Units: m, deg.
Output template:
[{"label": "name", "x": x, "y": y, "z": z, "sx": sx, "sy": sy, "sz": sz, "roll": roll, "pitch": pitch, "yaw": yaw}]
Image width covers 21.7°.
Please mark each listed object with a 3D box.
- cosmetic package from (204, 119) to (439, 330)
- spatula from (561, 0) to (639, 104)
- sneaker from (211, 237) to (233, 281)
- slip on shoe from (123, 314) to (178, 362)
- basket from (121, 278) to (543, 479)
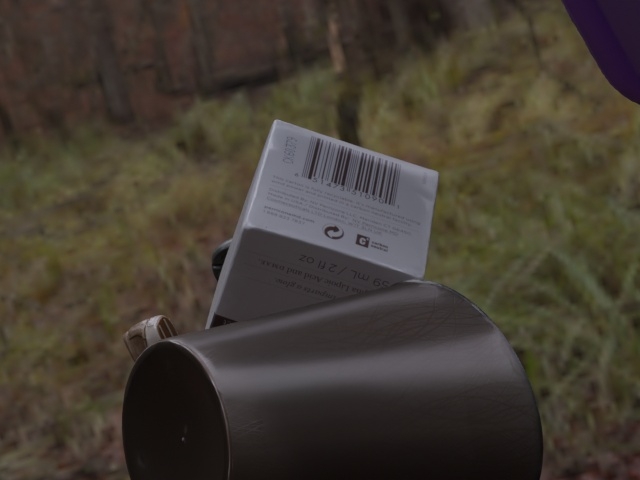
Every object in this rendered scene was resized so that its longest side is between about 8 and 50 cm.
[{"label": "cosmetic package", "x": -0.004, "y": 0.030, "z": 1.394, "sx": 0.151, "sy": 0.183, "sz": 0.151, "roll": 17, "pitch": 38, "yaw": -3}, {"label": "spatula", "x": 0.229, "y": -0.118, "z": 0.566, "sx": 0.296, "sy": 0.084, "sz": 0.030, "roll": -18, "pitch": 34, "yaw": 27}, {"label": "sneaker", "x": 0.000, "y": 0.000, "z": 1.788, "sx": 0.227, "sy": 0.087, "sz": 0.130, "roll": -15, "pitch": 17, "yaw": 16}, {"label": "slip on shoe", "x": -0.130, "y": 0.132, "z": 1.474, "sx": 0.041, "sy": 0.135, "sz": 0.051, "roll": -21, "pitch": 17, "yaw": 20}, {"label": "basket", "x": -0.001, "y": 0.119, "z": 1.101, "sx": 0.227, "sy": 0.154, "sz": 0.204, "roll": -5, "pitch": 34, "yaw": -38}]
